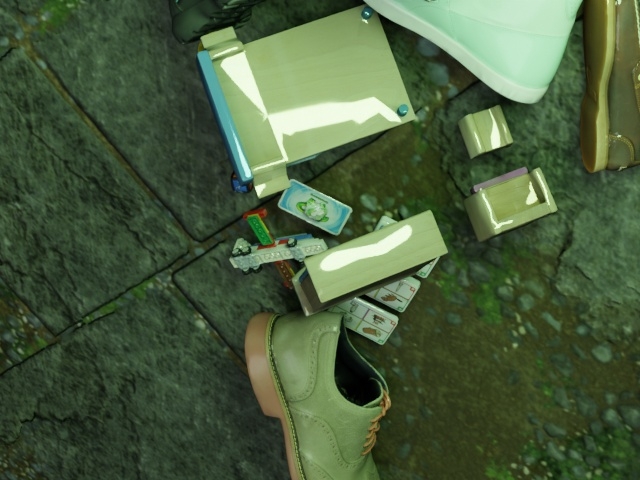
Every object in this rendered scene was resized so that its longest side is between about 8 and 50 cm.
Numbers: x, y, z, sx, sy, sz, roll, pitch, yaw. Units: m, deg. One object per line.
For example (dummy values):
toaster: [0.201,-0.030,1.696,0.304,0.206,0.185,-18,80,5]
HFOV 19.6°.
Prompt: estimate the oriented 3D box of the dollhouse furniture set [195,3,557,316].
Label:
dollhouse furniture set: [0.043,-0.109,1.925,0.198,0.286,0.303,133,115,-82]

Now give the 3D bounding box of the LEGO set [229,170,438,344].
LEGO set: [0.000,0.000,2.095,0.244,0.060,0.182,26,136,-2]

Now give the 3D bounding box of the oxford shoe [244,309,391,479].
oxford shoe: [0.027,0.224,2.191,0.130,0.123,0.348,-10,129,21]

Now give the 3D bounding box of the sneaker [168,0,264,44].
sneaker: [-0.088,-0.278,1.858,0.267,0.101,0.106,-20,88,55]

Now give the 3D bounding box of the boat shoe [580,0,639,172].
boat shoe: [0.286,-0.161,1.750,0.073,0.073,0.207,-8,125,-6]

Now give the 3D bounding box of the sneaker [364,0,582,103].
sneaker: [0.138,-0.260,1.759,0.256,0.094,0.151,36,122,16]
